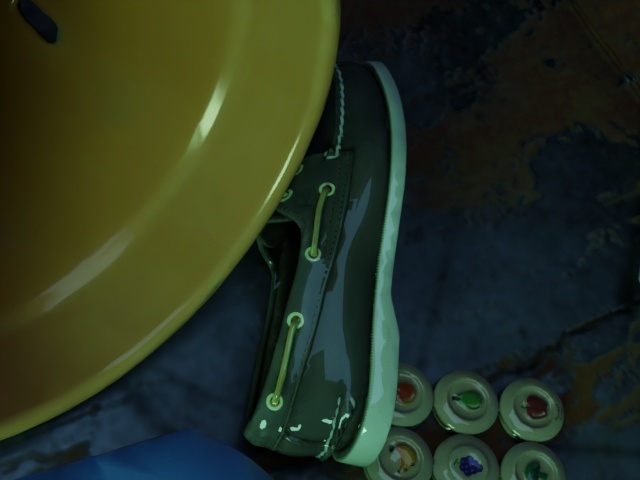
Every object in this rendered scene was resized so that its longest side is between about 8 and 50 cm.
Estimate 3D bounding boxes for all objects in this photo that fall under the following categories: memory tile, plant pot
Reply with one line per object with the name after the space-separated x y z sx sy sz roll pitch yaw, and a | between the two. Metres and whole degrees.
0.074 0.133 0.688 0.113 0.012 0.148 9 61 -11 | memory tile
-0.163 -0.079 0.600 0.291 0.291 0.203 -35 59 -29 | plant pot

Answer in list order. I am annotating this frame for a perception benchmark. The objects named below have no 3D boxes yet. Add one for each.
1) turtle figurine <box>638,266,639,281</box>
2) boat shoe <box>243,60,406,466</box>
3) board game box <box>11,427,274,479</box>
0.282 -0.143 0.795 0.274 0.198 0.266 -12 62 -26 | turtle figurine
0.000 0.000 0.699 0.068 0.081 0.228 10 62 -16 | boat shoe
-0.083 0.163 0.617 0.168 0.033 0.133 -14 62 -28 | board game box
